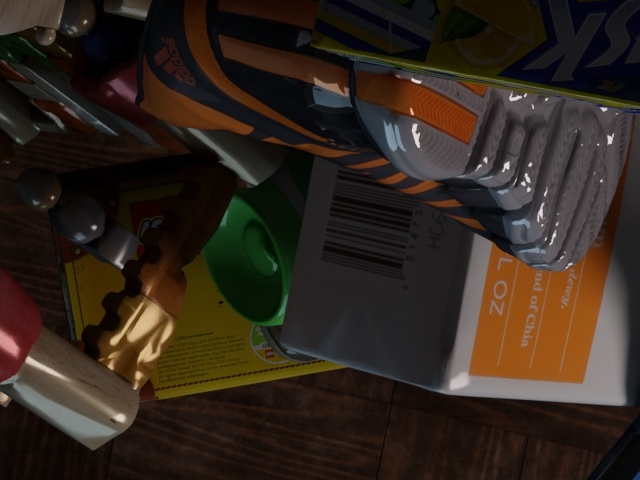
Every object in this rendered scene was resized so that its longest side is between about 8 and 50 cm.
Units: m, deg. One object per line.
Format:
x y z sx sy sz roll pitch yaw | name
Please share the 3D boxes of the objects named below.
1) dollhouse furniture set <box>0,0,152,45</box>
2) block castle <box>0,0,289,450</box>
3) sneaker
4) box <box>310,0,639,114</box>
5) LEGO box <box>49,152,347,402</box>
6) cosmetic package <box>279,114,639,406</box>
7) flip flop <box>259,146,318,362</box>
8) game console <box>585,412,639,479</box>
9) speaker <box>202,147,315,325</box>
-0.293 -0.118 1.078 0.355 0.173 0.303 11 -177 -20 | dollhouse furniture set
-0.262 -0.050 1.308 0.213 0.303 0.453 39 165 -34 | block castle
0.032 -0.079 0.827 0.180 0.124 0.321 17 174 28 | sneaker
0.087 -0.074 0.569 0.169 0.059 0.054 12 -175 17 | box
0.000 0.000 1.665 0.500 0.193 0.372 -9 -174 -9 | LEGO box
0.199 0.000 1.289 0.453 0.230 0.161 8 -176 -45 | cosmetic package
-0.042 -0.035 1.420 0.112 0.277 0.080 -7 172 -33 | flip flop
0.377 0.166 1.227 0.293 0.173 0.250 10 -174 -29 | game console
0.056 -0.033 1.356 0.296 0.131 0.131 -23 -157 -34 | speaker
